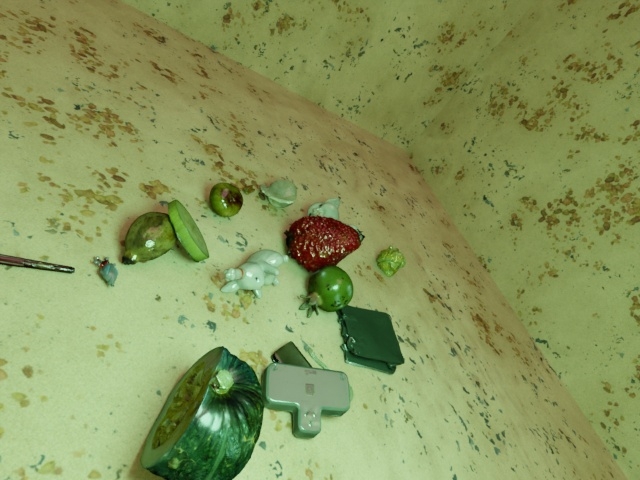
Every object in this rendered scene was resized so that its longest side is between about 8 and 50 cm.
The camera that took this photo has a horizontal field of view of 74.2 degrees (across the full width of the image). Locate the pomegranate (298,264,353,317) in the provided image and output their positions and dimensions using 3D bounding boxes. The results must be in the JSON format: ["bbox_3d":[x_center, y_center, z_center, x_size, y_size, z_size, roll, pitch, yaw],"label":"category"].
[{"bbox_3d":[0.016,0.195,1.585,0.224,0.181,0.181,-29,71,-36],"label":"pomegranate"}]

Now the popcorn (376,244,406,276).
[{"bbox_3d":[0.351,0.096,2.117,0.135,0.141,0.163,26,72,-28],"label":"popcorn"}]

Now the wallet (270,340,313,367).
[{"bbox_3d":[-0.063,0.416,1.329,0.198,0.031,0.110,49,32,14],"label":"wallet"}]

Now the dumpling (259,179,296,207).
[{"bbox_3d":[-0.194,-0.216,1.930,0.166,0.126,0.216,5,46,-23],"label":"dumpling"}]

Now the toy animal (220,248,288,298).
[{"bbox_3d":[-0.223,0.123,1.435,0.138,0.141,0.282,34,26,6],"label":"toy animal"}]

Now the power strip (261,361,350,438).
[{"bbox_3d":[-0.040,0.464,1.224,0.264,0.059,0.194,14,47,-19],"label":"power strip"}]

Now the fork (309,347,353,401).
[{"bbox_3d":[0.039,0.441,1.414,0.219,0.028,0.034,47,34,11],"label":"fork"}]

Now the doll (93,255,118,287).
[{"bbox_3d":[-0.585,0.085,1.168,0.114,0.039,0.057,49,-12,31],"label":"doll"}]

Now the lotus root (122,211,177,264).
[{"bbox_3d":[-0.518,-0.004,1.284,0.138,0.138,0.214,33,42,-13],"label":"lotus root"}]

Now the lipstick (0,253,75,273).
[{"bbox_3d":[-0.717,0.060,1.064,0.176,0.027,0.027,15,38,-38],"label":"lipstick"}]

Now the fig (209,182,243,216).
[{"bbox_3d":[-0.367,-0.159,1.649,0.153,0.120,0.136,-34,115,-78],"label":"fig"}]

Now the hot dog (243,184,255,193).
[{"bbox_3d":[-0.321,-0.226,1.892,0.037,0.021,0.083,63,28,-3],"label":"hot dog"}]

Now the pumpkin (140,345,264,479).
[{"bbox_3d":[-0.228,0.402,0.940,0.197,0.263,0.293,38,30,-16],"label":"pumpkin"}]

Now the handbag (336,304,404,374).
[{"bbox_3d":[0.184,0.370,1.624,0.260,0.079,0.248,21,34,-26],"label":"handbag"}]

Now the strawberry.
[{"bbox_3d":[0.003,0.001,1.727,0.261,0.257,0.261,35,28,-22],"label":"strawberry"}]

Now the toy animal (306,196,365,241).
[{"bbox_3d":[0.049,-0.072,1.962,0.310,0.183,0.247,47,25,21],"label":"toy animal"}]

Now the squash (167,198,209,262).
[{"bbox_3d":[-0.427,-0.035,1.377,0.219,0.041,0.219,156,-90,-86],"label":"squash"}]
